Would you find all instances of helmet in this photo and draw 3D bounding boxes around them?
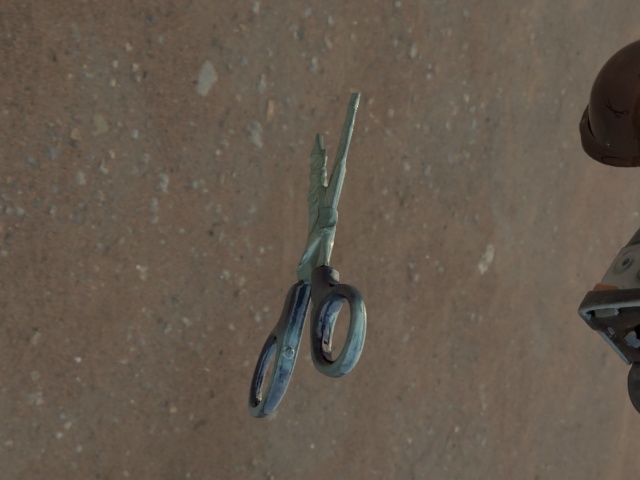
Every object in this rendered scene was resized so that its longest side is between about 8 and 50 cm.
[{"bbox_3d":[0.376,-0.174,0.958,0.106,0.175,0.155,41,36,-45],"label":"helmet"}]

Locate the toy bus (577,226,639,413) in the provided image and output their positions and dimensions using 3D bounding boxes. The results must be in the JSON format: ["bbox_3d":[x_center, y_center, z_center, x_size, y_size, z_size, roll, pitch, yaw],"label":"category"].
[{"bbox_3d":[0.505,0.134,0.858,0.440,0.209,0.249,45,64,-15],"label":"toy bus"}]

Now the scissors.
[{"bbox_3d":[0.000,0.000,0.941,0.029,0.256,0.384,21,60,-20],"label":"scissors"}]
